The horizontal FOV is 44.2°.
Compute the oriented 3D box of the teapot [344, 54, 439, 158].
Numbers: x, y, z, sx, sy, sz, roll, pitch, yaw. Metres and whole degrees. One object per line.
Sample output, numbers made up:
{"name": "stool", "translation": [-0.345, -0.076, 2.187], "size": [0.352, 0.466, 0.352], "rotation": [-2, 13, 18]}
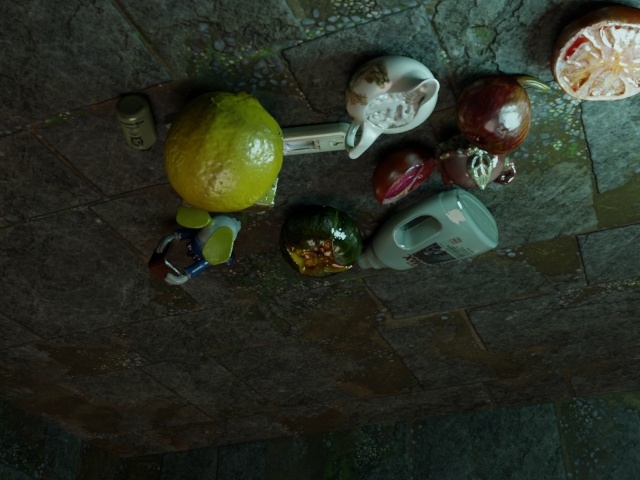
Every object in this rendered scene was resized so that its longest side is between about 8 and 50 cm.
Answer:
{"name": "teapot", "translation": [0.150, -0.305, 1.742], "size": [0.204, 0.139, 0.298], "rotation": [15, 144, -26]}

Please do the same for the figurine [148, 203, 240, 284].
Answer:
{"name": "figurine", "translation": [-0.335, 0.041, 2.226], "size": [0.283, 0.204, 0.338], "rotation": [-30, 165, 6]}

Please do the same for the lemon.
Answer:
{"name": "lemon", "translation": [-0.219, -0.199, 1.783], "size": [0.293, 0.293, 0.293], "rotation": [0, 147, 0]}

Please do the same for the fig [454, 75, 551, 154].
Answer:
{"name": "fig", "translation": [0.399, -0.306, 1.750], "size": [0.175, 0.207, 0.175], "rotation": [33, 177, 2]}

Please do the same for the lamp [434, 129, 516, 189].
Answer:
{"name": "lamp", "translation": [0.382, -0.201, 1.915], "size": [0.215, 0.151, 0.223], "rotation": [2, -173, 1]}

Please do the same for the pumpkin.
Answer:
{"name": "pumpkin", "translation": [0.000, -0.002, 2.199], "size": [0.238, 0.159, 0.238], "rotation": [6, 137, 6]}

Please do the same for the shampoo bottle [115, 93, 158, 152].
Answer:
{"name": "shampoo bottle", "translation": [-0.429, -0.266, 1.860], "size": [0.079, 0.079, 0.162], "rotation": [-1, 147, 1]}

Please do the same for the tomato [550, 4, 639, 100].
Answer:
{"name": "tomato", "translation": [0.597, -0.398, 1.632], "size": [0.237, 0.095, 0.237], "rotation": [3, 146, 2]}

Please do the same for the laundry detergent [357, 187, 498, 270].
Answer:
{"name": "laundry detergent", "translation": [0.270, -0.010, 2.222], "size": [0.398, 0.124, 0.264], "rotation": [-20, 144, 32]}

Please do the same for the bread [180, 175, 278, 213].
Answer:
{"name": "bread", "translation": [-0.236, -0.136, 2.003], "size": [0.234, 0.110, 0.184], "rotation": [5, 173, -11]}

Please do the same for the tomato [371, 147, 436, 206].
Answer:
{"name": "tomato", "translation": [0.199, -0.176, 1.989], "size": [0.173, 0.099, 0.189], "rotation": [-50, 164, 32]}

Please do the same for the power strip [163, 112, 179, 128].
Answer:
{"name": "power strip", "translation": [-0.334, -0.289, 1.871], "size": [0.083, 0.027, 0.017], "rotation": [-13, 148, 19]}

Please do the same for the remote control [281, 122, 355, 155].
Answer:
{"name": "remote control", "translation": [-0.023, -0.245, 1.923], "size": [0.221, 0.042, 0.078], "rotation": [-4, 146, 7]}
